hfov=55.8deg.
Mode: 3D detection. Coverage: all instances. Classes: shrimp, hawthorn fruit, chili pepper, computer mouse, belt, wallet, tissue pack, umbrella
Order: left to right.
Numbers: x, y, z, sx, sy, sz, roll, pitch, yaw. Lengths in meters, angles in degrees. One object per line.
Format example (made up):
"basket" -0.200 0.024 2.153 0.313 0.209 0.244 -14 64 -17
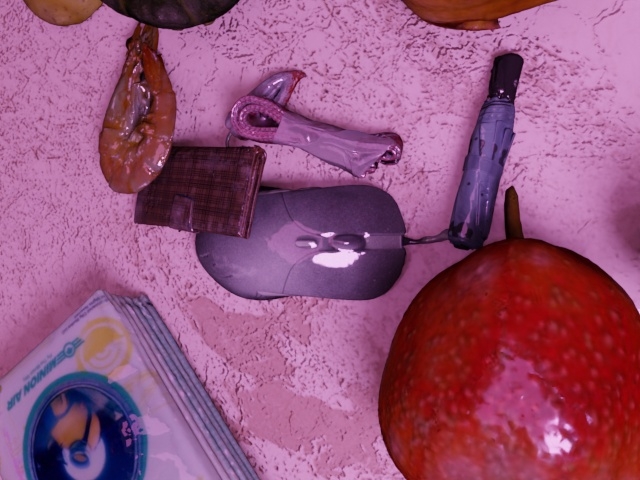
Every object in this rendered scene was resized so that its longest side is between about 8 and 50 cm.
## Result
"tissue pack" -0.273 0.301 0.829 0.287 0.162 0.388 -40 72 12
"shrimp" -0.256 -0.198 0.868 0.145 0.061 0.267 -6 71 36
"wallet" -0.172 -0.071 0.830 0.230 0.042 0.125 8 87 36
"chili pepper" -0.084 -0.187 0.846 0.153 0.041 0.050 -39 116 14
"belt" -0.007 -0.135 0.801 0.231 0.053 0.071 17 102 4
"computer mouse" 0.000 0.000 0.802 0.379 0.090 0.167 -4 91 15
"umbrella" 0.210 -0.109 0.748 0.053 0.052 0.251 16 87 -1
"hawthorn fruit" 0.205 0.118 0.658 0.284 0.284 0.369 1 82 16

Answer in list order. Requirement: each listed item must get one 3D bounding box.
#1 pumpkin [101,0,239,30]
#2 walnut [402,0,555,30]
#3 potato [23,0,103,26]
"pumpkin" -0.205 -0.432 0.783 0.300 0.207 0.301 0 96 -3
"walnut" 0.196 -0.354 0.683 0.297 0.203 0.203 -9 88 20
"potato" -0.384 -0.464 0.894 0.160 0.111 0.272 27 99 12
